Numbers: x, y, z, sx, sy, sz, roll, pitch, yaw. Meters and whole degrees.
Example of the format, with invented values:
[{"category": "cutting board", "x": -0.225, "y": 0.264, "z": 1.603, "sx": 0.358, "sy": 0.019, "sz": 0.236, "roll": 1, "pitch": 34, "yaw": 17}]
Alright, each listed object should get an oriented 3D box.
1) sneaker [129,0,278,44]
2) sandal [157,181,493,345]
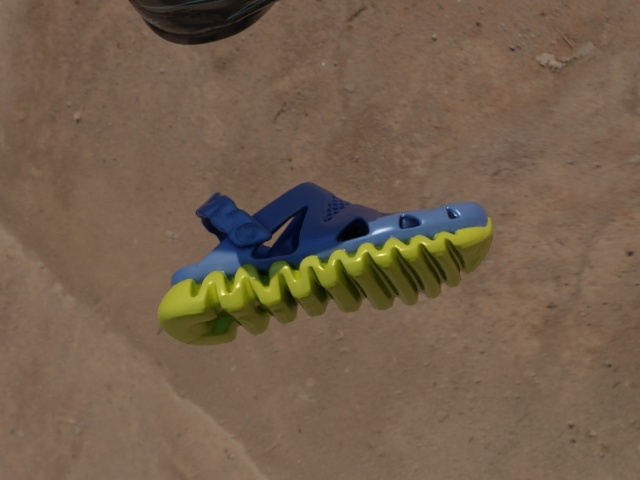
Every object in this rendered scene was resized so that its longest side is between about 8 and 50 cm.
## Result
[{"category": "sneaker", "x": -0.003, "y": -0.203, "z": 0.456, "sx": 0.268, "sy": 0.106, "sz": 0.101, "roll": -28, "pitch": 92, "yaw": 6}, {"category": "sandal", "x": 0.000, "y": 0.000, "z": 0.688, "sx": 0.318, "sy": 0.126, "sz": 0.138, "roll": -9, "pitch": 62, "yaw": 2}]
